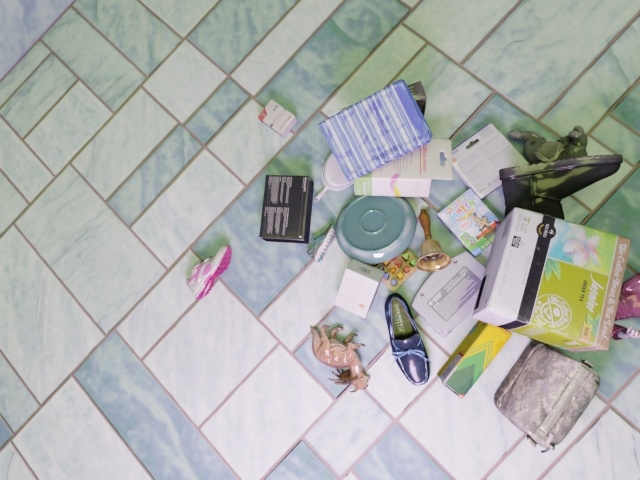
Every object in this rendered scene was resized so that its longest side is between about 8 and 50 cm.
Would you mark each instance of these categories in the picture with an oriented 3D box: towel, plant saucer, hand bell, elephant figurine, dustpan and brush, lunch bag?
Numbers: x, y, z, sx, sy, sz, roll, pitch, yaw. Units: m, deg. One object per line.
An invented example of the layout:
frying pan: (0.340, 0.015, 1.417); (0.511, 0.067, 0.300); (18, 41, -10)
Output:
towel: (0.194, -0.384, 1.487); (0.336, 0.040, 0.243); (-27, 93, 8)
plant saucer: (0.203, -0.065, 1.612); (0.318, 0.043, 0.317); (-9, 62, 18)
hand bell: (0.400, -0.018, 1.580); (0.126, 0.126, 0.241); (-9, 56, 9)
elephant figurine: (0.830, -0.319, 1.550); (0.240, 0.186, 0.169); (-6, 123, 20)
dustpan and brush: (0.045, -0.240, 1.718); (0.147, 0.060, 0.211); (40, 83, 1)
lunch bag: (0.733, 0.501, 1.366); (0.213, 0.256, 0.305); (36, 89, 14)

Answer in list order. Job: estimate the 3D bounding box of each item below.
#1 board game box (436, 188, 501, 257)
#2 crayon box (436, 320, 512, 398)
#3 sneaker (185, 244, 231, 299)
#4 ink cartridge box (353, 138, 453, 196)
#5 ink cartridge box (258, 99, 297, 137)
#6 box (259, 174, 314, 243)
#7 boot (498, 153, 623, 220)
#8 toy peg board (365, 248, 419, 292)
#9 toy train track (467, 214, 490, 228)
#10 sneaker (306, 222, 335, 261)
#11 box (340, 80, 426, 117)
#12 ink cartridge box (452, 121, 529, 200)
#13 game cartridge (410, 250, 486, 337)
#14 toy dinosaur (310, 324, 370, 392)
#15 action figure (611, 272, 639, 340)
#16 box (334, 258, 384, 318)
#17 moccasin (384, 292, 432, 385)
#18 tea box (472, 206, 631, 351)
board game box: (0.571, -0.066, 1.597); (0.160, 0.039, 0.211); (-39, 76, 3)
crayon box: (0.536, 0.374, 1.450); (0.081, 0.202, 0.318); (38, 90, 13)
sneaker: (-0.464, 0.112, 1.724); (0.111, 0.103, 0.252); (36, 88, 12)
ink cartridge box: (0.310, -0.277, 1.604); (0.354, 0.119, 0.207); (3, 61, 9)
ink cartridge box: (-0.180, -0.516, 1.795); (0.135, 0.056, 0.099); (39, 90, 14)
box: (-0.132, -0.125, 1.702); (0.185, 0.103, 0.261); (3, 81, 14)
boot: (0.817, -0.046, 1.430); (0.367, 0.146, 0.444); (-6, 93, 26)
toy peg board: (0.276, 0.084, 1.606); (0.161, 0.079, 0.161); (-44, 76, 1)
toy train track: (0.588, -0.075, 1.567); (0.083, 0.014, 0.048); (25, 86, 13)
sneaker: (0.000, 0.000, 1.680); (0.076, 0.065, 0.166); (27, 85, 17)
box: (0.241, -0.469, 1.617); (0.308, 0.242, 0.076); (-18, 79, 8)
ink cartridge box: (0.632, -0.303, 1.620); (0.223, 0.045, 0.224); (-35, 76, 3)
game cartridge: (0.488, 0.189, 1.566); (0.294, 0.060, 0.196); (-45, 80, 1)
toy dinosaur: (0.055, 0.432, 1.574); (0.296, 0.127, 0.200); (24, 93, 19)
action figure: (0.998, 0.200, 1.419); (0.370, 0.276, 0.248); (-20, 72, 24)
box: (0.143, 0.178, 1.571); (0.130, 0.091, 0.170); (23, 120, 12)
moccasin: (0.300, 0.362, 1.538); (0.138, 0.117, 0.341); (-23, 78, 6)
tea box: (0.676, 0.122, 1.269); (0.324, 0.220, 0.328); (18, 77, 12)
